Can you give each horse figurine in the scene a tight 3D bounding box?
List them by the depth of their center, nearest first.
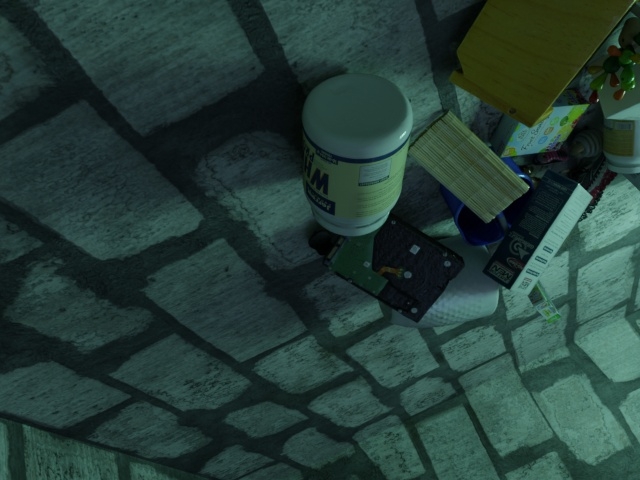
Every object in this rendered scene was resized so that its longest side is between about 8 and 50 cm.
[{"bbox_3d":[0.674,-0.144,1.996,0.174,0.066,0.263,-17,144,-20],"label":"horse figurine"}]

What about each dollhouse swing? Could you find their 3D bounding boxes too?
[{"bbox_3d":[0.521,-0.491,1.424,0.315,0.305,0.347,30,132,-1],"label":"dollhouse swing"}]

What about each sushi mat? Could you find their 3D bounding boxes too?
[{"bbox_3d":[0.385,-0.187,1.646,0.316,0.019,0.151,38,114,-16],"label":"sushi mat"}]

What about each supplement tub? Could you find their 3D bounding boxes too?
[{"bbox_3d":[0.076,-0.184,1.426,0.235,0.235,0.325,-15,146,-12],"label":"supplement tub"},{"bbox_3d":[0.864,-0.302,1.755,0.144,0.144,0.199,-17,117,-10],"label":"supplement tub"}]

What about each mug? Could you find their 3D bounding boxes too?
[{"bbox_3d":[0.347,0.151,2.064,0.328,0.276,0.374,-12,174,-11],"label":"mug"}]

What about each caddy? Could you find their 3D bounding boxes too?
[{"bbox_3d":[0.497,-0.109,1.836,0.241,0.179,0.341,-30,146,11],"label":"caddy"}]

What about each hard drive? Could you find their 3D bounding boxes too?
[{"bbox_3d":[0.206,0.060,1.806,0.339,0.064,0.237,30,112,-9],"label":"hard drive"}]

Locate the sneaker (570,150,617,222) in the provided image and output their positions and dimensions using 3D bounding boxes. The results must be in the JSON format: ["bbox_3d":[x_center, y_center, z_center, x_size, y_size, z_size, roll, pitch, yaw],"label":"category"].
[{"bbox_3d":[0.852,-0.203,1.991,0.121,0.112,0.299,-11,135,-46],"label":"sneaker"}]

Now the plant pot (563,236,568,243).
[{"bbox_3d":[0.716,-0.017,2.156,0.237,0.110,0.237,-16,145,-12],"label":"plant pot"}]

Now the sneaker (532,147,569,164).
[{"bbox_3d":[0.687,-0.247,1.888,0.119,0.047,0.057,-7,163,-19],"label":"sneaker"}]

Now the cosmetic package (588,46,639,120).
[{"bbox_3d":[0.847,-0.420,1.456,0.197,0.155,0.365,-7,168,-35],"label":"cosmetic package"}]

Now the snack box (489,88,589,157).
[{"bbox_3d":[0.586,-0.315,1.700,0.207,0.070,0.174,-8,145,-18],"label":"snack box"}]

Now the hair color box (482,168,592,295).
[{"bbox_3d":[0.627,-0.018,1.820,0.174,0.105,0.347,17,107,-53],"label":"hair color box"}]

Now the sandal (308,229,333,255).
[{"bbox_3d":[0.000,0.000,1.826,0.067,0.040,0.179,-18,161,3],"label":"sandal"}]

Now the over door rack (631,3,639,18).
[{"bbox_3d":[0.922,-0.597,1.472,0.324,0.108,0.239,-2,141,-28],"label":"over door rack"}]

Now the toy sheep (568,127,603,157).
[{"bbox_3d":[0.788,-0.287,1.850,0.132,0.091,0.091,-31,148,-13],"label":"toy sheep"}]

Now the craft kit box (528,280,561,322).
[{"bbox_3d":[0.776,0.160,2.315,0.061,0.250,0.246,-31,145,15],"label":"craft kit box"}]

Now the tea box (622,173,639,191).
[{"bbox_3d":[1.117,-0.277,1.865,0.323,0.220,0.329,-12,148,-45],"label":"tea box"}]

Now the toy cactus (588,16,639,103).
[{"bbox_3d":[0.668,-0.417,1.390,0.112,0.180,0.219,19,156,1],"label":"toy cactus"}]
